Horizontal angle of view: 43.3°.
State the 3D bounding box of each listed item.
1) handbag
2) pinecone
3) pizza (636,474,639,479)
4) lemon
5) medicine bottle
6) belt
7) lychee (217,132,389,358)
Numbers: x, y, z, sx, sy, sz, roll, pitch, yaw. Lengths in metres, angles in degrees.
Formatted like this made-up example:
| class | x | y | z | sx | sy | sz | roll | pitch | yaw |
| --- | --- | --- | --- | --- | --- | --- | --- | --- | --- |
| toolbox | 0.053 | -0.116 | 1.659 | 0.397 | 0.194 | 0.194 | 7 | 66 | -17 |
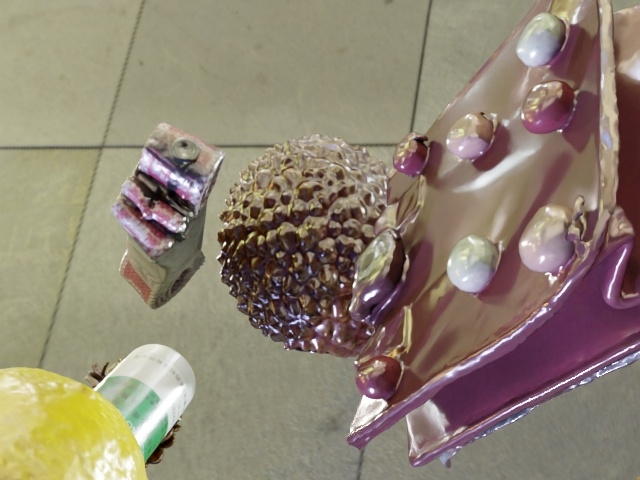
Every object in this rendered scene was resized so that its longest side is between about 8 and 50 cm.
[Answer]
| class | x | y | z | sx | sy | sz | roll | pitch | yaw |
| --- | --- | --- | --- | --- | --- | --- | --- | --- | --- |
| handbag | 0.088 | -0.012 | 0.408 | 0.216 | 0.074 | 0.203 | -45 | 25 | 46 |
| pinecone | -0.295 | 0.254 | 1.196 | 0.163 | 0.163 | 0.165 | -20 | 105 | 12 |
| pizza | 0.189 | 0.099 | 0.300 | 0.178 | 0.131 | 0.041 | -18 | 19 | -4 |
| lemon | -0.217 | 0.186 | 0.560 | 0.192 | 0.231 | 0.192 | 3 | 106 | 9 |
| medicine bottle | -0.220 | 0.204 | 0.839 | 0.095 | 0.260 | 0.095 | 6 | 113 | 14 |
| belt | -0.112 | -0.004 | 0.576 | 0.053 | 0.232 | 0.071 | 41 | 67 | 4 |
| lychee | 0.000 | 0.000 | 0.664 | 0.188 | 0.188 | 0.188 | -8 | 66 | 18 |
